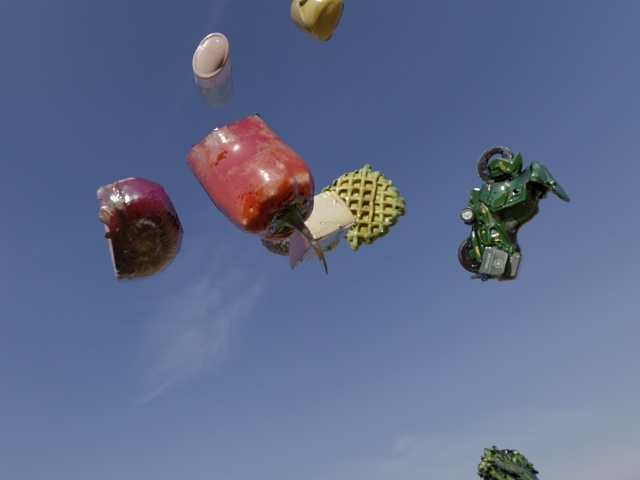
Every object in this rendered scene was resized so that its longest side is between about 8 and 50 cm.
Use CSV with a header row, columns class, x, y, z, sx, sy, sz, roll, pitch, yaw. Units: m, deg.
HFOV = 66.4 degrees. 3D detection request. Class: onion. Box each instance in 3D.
class,x,y,z,sx,sy,sz,roll,pitch,yaw
onion,-0.346,-0.037,0.921,0.140,0.218,0.195,-21,-54,-20

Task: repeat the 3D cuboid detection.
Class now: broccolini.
class,x,y,z,sx,sy,sz,roll,pitch,yaw
broccolini,0.221,0.278,0.526,0.068,0.091,0.202,-35,-12,1

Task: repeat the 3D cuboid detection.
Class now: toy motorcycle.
class,x,y,z,sx,sy,sz,roll,pitch,yaw
toy motorcycle,0.379,-0.043,0.965,0.125,0.187,0.274,6,-82,-59

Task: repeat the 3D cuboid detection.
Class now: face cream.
class,x,y,z,sx,sy,sz,roll,pitch,yaw
face cream,-0.190,-0.293,0.871,0.057,0.198,0.084,26,-95,-7

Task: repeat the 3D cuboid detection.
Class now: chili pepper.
class,x,y,z,sx,sy,sz,roll,pitch,yaw
chili pepper,-0.048,-0.042,0.459,0.084,0.192,0.086,-12,-34,-49

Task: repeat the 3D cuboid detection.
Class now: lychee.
class,x,y,z,sx,sy,sz,roll,pitch,yaw
lychee,-0.093,-0.036,1.347,0.165,0.165,0.197,-37,-30,14

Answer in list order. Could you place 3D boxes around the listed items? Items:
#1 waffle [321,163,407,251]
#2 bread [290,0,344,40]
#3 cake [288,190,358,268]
class,x,y,z,sx,sy,sz,roll,pitch,yaw
waffle,0.106,-0.089,1.240,0.214,0.207,0.054,-33,-29,-14
bread,-0.014,-0.390,0.829,0.056,0.115,0.082,8,-57,-42
cake,-0.011,-0.018,1.004,0.110,0.090,0.225,-27,-11,-20
